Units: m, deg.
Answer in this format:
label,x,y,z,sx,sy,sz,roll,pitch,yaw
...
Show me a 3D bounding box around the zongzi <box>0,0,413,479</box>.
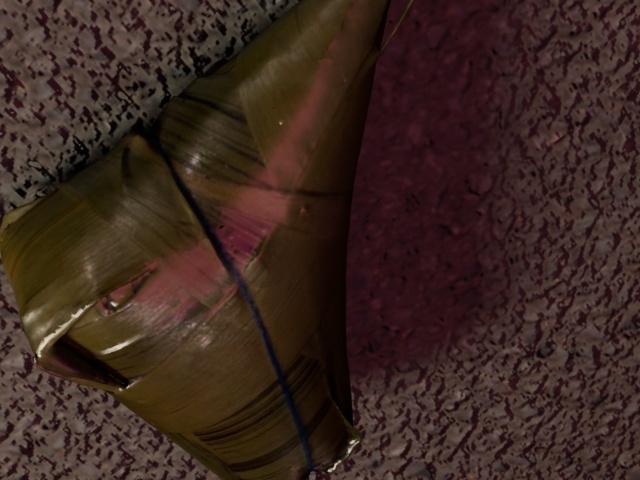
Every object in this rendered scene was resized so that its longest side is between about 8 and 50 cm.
label,x,y,z,sx,sy,sz,roll,pitch,yaw
zongzi,0.000,0.000,0.883,0.289,0.123,0.260,-39,133,6
